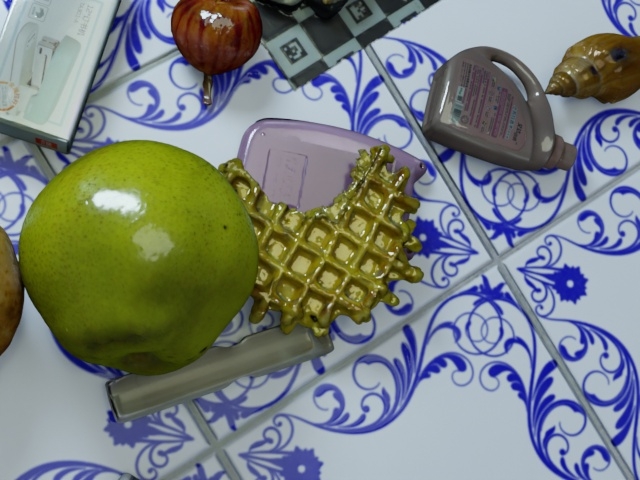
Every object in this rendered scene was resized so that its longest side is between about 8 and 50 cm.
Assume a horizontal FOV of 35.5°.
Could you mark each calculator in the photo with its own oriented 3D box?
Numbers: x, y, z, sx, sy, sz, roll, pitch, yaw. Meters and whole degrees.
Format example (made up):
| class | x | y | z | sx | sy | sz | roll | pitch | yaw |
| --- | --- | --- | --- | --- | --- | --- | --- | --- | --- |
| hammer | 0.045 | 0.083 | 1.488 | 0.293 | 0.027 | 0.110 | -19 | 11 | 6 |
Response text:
| class | x | y | z | sx | sy | sz | roll | pitch | yaw |
| --- | --- | --- | --- | --- | --- | --- | --- | --- | --- |
| calculator | 0.008 | -0.073 | 1.428 | 0.294 | 0.043 | 0.194 | 12 | 79 | -11 |

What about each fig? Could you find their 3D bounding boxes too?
| class | x | y | z | sx | sy | sz | roll | pitch | yaw |
| --- | --- | --- | --- | --- | --- | --- | --- | --- | --- |
| fig | -0.136 | -0.280 | 1.390 | 0.128 | 0.128 | 0.150 | -35 | 118 | -17 |

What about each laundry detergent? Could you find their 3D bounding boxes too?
| class | x | y | z | sx | sy | sz | roll | pitch | yaw |
| --- | --- | --- | --- | --- | --- | --- | --- | --- | --- |
| laundry detergent | 0.281 | -0.197 | 1.503 | 0.237 | 0.076 | 0.171 | 16 | 77 | -12 |

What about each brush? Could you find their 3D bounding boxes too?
| class | x | y | z | sx | sy | sz | roll | pitch | yaw |
| --- | --- | --- | --- | --- | --- | --- | --- | --- | --- |
| brush | -0.133 | 0.171 | 1.354 | 0.321 | 0.050 | 0.060 | -16 | 83 | -24 |

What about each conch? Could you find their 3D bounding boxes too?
| class | x | y | z | sx | sy | sz | roll | pitch | yaw |
| --- | --- | --- | --- | --- | --- | --- | --- | --- | --- |
| conch | 0.477 | -0.285 | 1.560 | 0.330 | 0.093 | 0.109 | -24 | 81 | -18 |

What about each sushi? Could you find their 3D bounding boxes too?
| class | x | y | z | sx | sy | sz | roll | pitch | yaw |
| --- | --- | --- | --- | --- | --- | --- | --- | --- | --- |
| sushi | 0.001 | -0.460 | 1.479 | 0.343 | 0.064 | 0.359 | -35 | 90 | -17 |

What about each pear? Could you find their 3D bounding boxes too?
| class | x | y | z | sx | sy | sz | roll | pitch | yaw |
| --- | --- | --- | --- | --- | --- | --- | --- | --- | --- |
| pear | -0.221 | 0.013 | 1.236 | 0.294 | 0.294 | 0.294 | 2 | 80 | -14 |

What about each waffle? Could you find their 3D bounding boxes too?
| class | x | y | z | sx | sy | sz | roll | pitch | yaw |
| --- | --- | --- | --- | --- | --- | --- | --- | --- | --- |
| waffle | 0.000 | 0.000 | 1.363 | 0.293 | 0.069 | 0.260 | -10 | 87 | -8 |

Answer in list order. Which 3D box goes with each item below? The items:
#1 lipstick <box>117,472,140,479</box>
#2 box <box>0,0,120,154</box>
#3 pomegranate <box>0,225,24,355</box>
| class | x | y | z | sx | sy | sz | roll | pitch | yaw |
| --- | --- | --- | --- | --- | --- | --- | --- | --- | --- |
| lipstick | -0.207 | 0.355 | 1.303 | 0.141 | 0.040 | 0.040 | 36 | 74 | -6 |
| box | -0.362 | -0.263 | 1.342 | 0.135 | 0.079 | 0.269 | 19 | 77 | -12 |
| pomegranate | -0.470 | 0.056 | 1.184 | 0.248 | 0.248 | 0.248 | 2 | 80 | -14 |
